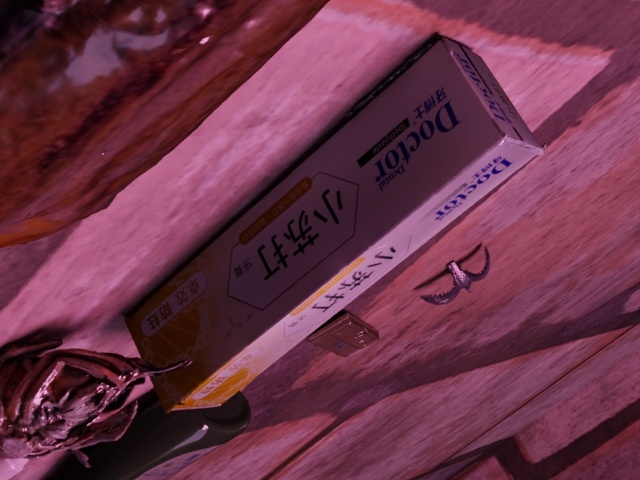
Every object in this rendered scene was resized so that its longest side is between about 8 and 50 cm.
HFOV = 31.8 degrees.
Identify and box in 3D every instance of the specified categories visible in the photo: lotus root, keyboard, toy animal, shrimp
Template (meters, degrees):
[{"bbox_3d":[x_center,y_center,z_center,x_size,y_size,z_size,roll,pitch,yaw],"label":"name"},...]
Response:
[{"bbox_3d":[-0.043,-0.084,0.383,0.329,0.078,0.167,-35,-164,24],"label":"lotus root"},{"bbox_3d":[0.024,0.096,1.132,0.049,0.015,0.129,-29,162,9],"label":"keyboard"},{"bbox_3d":[0.142,0.039,1.140,0.084,0.028,0.050,-38,159,11],"label":"toy animal"},{"bbox_3d":[-0.177,0.108,0.752,0.190,0.073,0.075,-13,138,-2],"label":"shrimp"}]

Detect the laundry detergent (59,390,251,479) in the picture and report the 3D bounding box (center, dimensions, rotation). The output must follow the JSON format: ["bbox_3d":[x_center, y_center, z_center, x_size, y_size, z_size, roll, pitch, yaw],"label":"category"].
[{"bbox_3d":[-0.169,0.205,1.043,0.211,0.063,0.137,-36,167,16],"label":"laundry detergent"}]

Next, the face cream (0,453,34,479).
[{"bbox_3d":[-0.283,0.195,0.893,0.130,0.034,0.034,-34,161,7],"label":"face cream"}]

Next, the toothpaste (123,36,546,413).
[{"bbox_3d":[0.000,0.000,0.748,0.313,0.089,0.071,-40,154,25],"label":"toothpaste"}]
